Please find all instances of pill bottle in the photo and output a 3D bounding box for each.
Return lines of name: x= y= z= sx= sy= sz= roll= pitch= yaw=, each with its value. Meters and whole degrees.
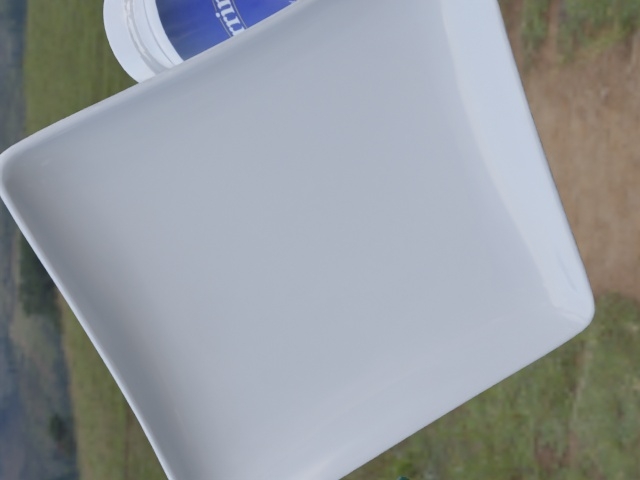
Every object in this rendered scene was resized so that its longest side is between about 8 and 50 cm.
pill bottle: x=-0.073 y=-0.237 z=1.194 sx=0.153 sy=0.264 sz=0.153 roll=21 pitch=-117 yaw=-50

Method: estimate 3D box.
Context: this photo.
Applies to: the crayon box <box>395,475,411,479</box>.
crayon box: x=0.181 y=0.426 z=1.346 sx=0.083 sy=0.323 sz=0.203 roll=-31 pitch=-40 yaw=-43

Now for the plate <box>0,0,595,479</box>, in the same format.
plate: x=0.000 y=0.000 z=0.695 sx=0.277 sy=0.278 sz=0.045 roll=65 pitch=170 yaw=-28
